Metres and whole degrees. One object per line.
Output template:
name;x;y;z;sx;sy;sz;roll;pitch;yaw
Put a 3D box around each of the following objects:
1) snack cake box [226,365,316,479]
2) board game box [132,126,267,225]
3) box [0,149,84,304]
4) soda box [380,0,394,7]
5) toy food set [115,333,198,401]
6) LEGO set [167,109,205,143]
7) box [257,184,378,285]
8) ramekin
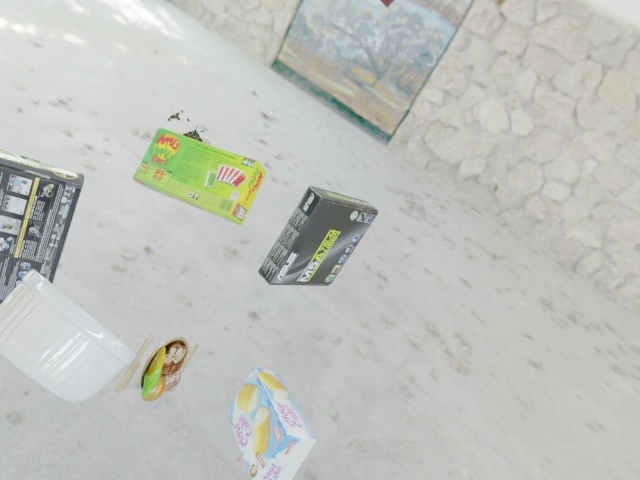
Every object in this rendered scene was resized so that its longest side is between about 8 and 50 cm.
snack cake box;-0.128;0.449;1.232;0.089;0.152;0.264;28;6;-31
board game box;-0.183;-0.098;0.765;0.181;0.092;0.043;21;-9;18
box;-0.811;-0.025;1.271;0.318;0.395;0.097;15;21;-28
soda box;0.054;-0.498;0.775;0.263;0.092;0.083;42;-19;-12
toy food set;-0.296;0.249;0.982;0.038;0.132;0.192;26;-6;21
LEGO set;-0.222;-0.180;0.855;0.054;0.083;0.023;-16;25;-10
box;0.000;0.000;0.942;0.045;0.191;0.184;43;20;30
ramekin;-0.391;0.150;0.762;0.207;0.109;0.207;32;-23;15
